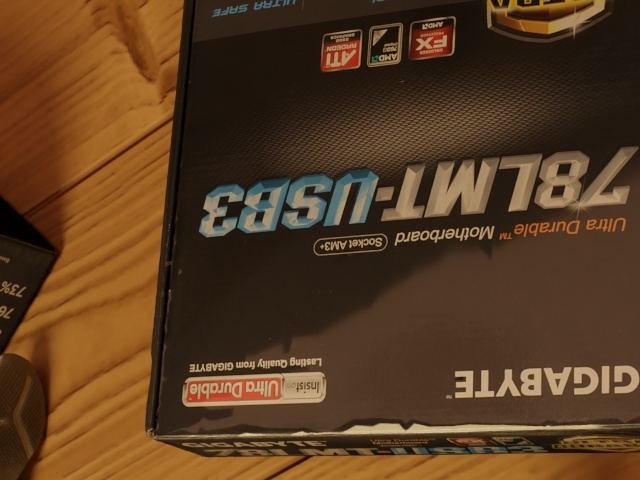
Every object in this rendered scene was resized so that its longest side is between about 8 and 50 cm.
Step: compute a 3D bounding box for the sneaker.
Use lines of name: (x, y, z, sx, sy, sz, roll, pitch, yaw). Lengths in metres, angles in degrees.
sneaker: (-0.214, 0.144, 1.190, 0.061, 0.053, 0.152, 2, 78, 41)

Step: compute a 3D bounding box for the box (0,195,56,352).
box: (-0.294, 0.051, 1.216, 0.108, 0.153, 0.207, 39, 100, 39)

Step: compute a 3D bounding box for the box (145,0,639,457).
box: (0.060, -0.036, 0.991, 0.295, 0.073, 0.293, -3, 72, 27)
